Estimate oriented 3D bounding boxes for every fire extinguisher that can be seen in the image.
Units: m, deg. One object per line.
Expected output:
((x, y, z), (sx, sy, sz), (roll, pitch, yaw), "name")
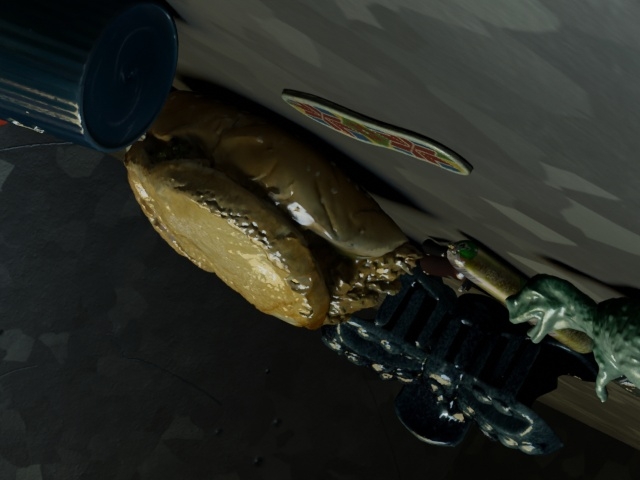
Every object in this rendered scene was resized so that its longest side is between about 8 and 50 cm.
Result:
((0.129, 0.019, 1.364), (0.173, 0.035, 0.049), (-170, 57, -79), "fire extinguisher")

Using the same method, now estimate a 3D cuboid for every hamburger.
((-0.050, -0.028, 1.214), (0.286, 0.146, 0.243), (35, 171, 13), "hamburger")

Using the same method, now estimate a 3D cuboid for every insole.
((0.033, -0.076, 0.933), (0.065, 0.006, 0.193), (32, 176, -42), "insole")

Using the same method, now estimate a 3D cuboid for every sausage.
((0.199, 0.057, 1.292), (0.269, 0.033, 0.033), (32, 175, -42), "sausage")

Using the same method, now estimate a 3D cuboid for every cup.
((-0.179, -0.140, 0.935), (0.155, 0.131, 0.176), (24, -156, 24), "cup")

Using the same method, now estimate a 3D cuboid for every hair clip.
((0.156, 0.132, 1.538), (0.310, 0.194, 0.206), (30, 170, 15), "hair clip")

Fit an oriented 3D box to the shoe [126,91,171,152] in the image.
((-0.162, -0.102, 1.397), (0.089, 0.092, 0.180), (27, 176, 38), "shoe")

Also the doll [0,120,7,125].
((-0.459, -0.238, 1.515), (0.290, 0.130, 0.161), (47, 163, -24), "doll")

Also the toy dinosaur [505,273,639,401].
((0.278, 0.105, 0.963), (0.383, 0.076, 0.129), (12, 140, 56), "toy dinosaur")

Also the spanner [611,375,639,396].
((0.428, 0.190, 1.445), (0.093, 0.026, 0.325), (32, 174, -31), "spanner")
